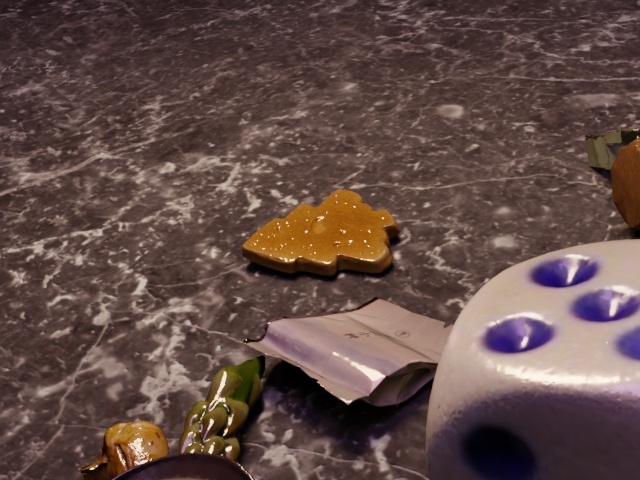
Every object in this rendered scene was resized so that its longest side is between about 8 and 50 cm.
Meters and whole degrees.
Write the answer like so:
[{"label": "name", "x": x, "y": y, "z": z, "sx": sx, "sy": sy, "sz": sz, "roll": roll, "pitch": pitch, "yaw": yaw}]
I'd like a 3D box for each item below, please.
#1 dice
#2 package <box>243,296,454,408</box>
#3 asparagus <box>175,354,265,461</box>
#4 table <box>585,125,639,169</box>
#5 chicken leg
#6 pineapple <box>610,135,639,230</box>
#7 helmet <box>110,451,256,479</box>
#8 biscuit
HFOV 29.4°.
[{"label": "dice", "x": 0.297, "y": 0.178, "z": 1.181, "sx": 0.304, "sy": 0.276, "sz": 0.304, "roll": -1, "pitch": 22, "yaw": 33}, {"label": "package", "x": 0.055, "y": 0.141, "z": 1.563, "sx": 0.251, "sy": 0.062, "sz": 0.204, "roll": -16, "pitch": 28, "yaw": -41}, {"label": "asparagus", "x": -0.124, "y": 0.223, "z": 1.433, "sx": 0.080, "sy": 0.080, "sz": 0.287, "roll": -1, "pitch": 31, "yaw": 10}, {"label": "table", "x": 0.511, "y": -0.152, "z": 1.900, "sx": 0.146, "sy": 0.062, "sz": 0.175, "roll": -11, "pitch": 6, "yaw": -4}, {"label": "chicken leg", "x": -0.211, "y": 0.278, "z": 1.341, "sx": 0.101, "sy": 0.085, "sz": 0.207, "roll": -16, "pitch": 31, "yaw": -2}, {"label": "pineapple", "x": 0.604, "y": -0.096, "z": 1.782, "sx": 0.365, "sy": 0.165, "sz": 0.165, "roll": -9, "pitch": 29, "yaw": -20}, {"label": "helmet", "x": -0.157, "y": 0.347, "z": 1.121, "sx": 0.225, "sy": 0.177, "sz": 0.305, "roll": 1, "pitch": 24, "yaw": 30}, {"label": "biscuit", "x": 0.000, "y": 0.000, "z": 1.828, "sx": 0.239, "sy": 0.041, "sz": 0.212, "roll": -12, "pitch": 36, "yaw": -8}]
